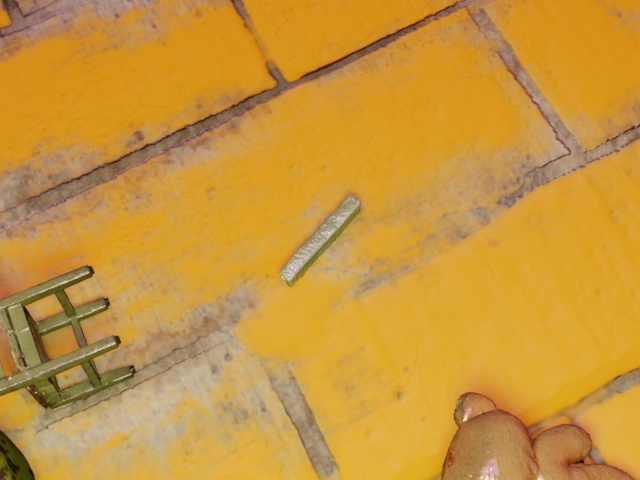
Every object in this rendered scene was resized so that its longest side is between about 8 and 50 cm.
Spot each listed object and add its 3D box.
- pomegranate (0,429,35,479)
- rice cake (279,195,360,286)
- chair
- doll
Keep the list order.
[{"bbox_3d":[-0.478,0.358,1.600,0.254,0.254,0.270,-43,79,-15],"label":"pomegranate"},{"bbox_3d":[0.000,0.000,1.839,0.029,0.033,0.171,37,72,15],"label":"rice cake"},{"bbox_3d":[-0.413,0.161,1.733,0.270,0.147,0.136,-23,67,-9],"label":"chair"},{"bbox_3d":[0.284,0.338,1.622,0.303,0.156,0.201,24,57,-16],"label":"doll"}]
